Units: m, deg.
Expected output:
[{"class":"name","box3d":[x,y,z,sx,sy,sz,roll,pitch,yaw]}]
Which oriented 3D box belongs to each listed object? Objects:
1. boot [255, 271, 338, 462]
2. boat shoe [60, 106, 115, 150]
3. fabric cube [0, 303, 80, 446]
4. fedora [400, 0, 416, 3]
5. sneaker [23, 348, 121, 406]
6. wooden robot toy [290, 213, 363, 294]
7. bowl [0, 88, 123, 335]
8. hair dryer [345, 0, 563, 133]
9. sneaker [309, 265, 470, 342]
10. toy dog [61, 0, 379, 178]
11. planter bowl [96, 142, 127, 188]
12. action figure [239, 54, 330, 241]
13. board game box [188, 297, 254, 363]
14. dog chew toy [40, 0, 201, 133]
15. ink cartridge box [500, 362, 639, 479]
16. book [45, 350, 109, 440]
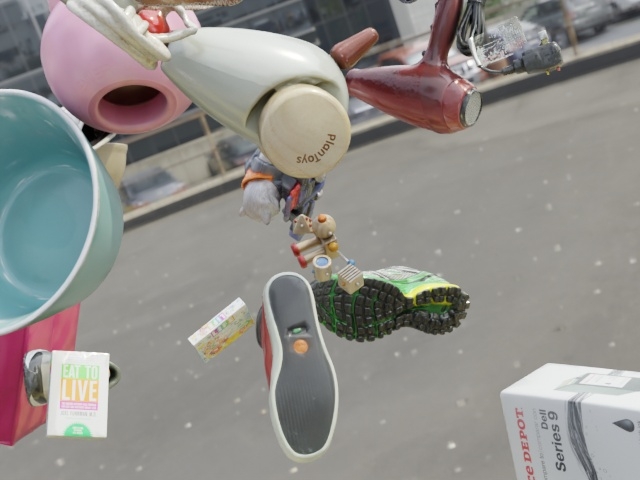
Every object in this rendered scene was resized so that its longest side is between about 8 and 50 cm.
[{"class":"boot","box3d":[-0.040,0.183,1.263,0.088,0.244,0.176,-4,-19,-12]},{"class":"boat shoe","box3d":[-0.338,-0.201,1.444,0.088,0.096,0.267,-3,26,19]},{"class":"fabric cube","box3d":[-0.655,0.226,1.864,0.254,0.258,0.259,11,8,8]},{"class":"fedora","box3d":[0.079,-0.483,1.214,0.152,0.334,0.334,2,11,-11]},{"class":"sneaker","box3d":[-0.457,0.244,1.712,0.107,0.100,0.271,-10,-8,11]},{"class":"wooden robot toy","box3d":[0.000,0.000,1.373,0.076,0.079,0.173,-21,50,-15]},{"class":"bowl","box3d":[-0.382,-0.023,1.209,0.311,0.312,0.163,-16,-14,15]},{"class":"hair dryer","box3d":[0.161,-0.247,1.211,0.293,0.224,0.080,-26,-24,24]},{"class":"sneaker","box3d":[0.118,0.118,1.856,0.343,0.134,0.146,6,17,-29]},{"class":"toy dog","box3d":[-0.077,-0.196,0.858,0.161,0.333,0.220,-52,37,2]},{"class":"planter bowl","box3d":[-0.408,-0.108,1.586,0.162,0.109,0.162,-1,2,0]},{"class":"action figure","box3d":[-0.063,-0.151,1.815,0.341,0.178,0.330,108,-171,-56]},{"class":"board game box","box3d":[-0.233,0.214,2.212,0.154,0.103,0.026,-39,59,-13]},{"class":"dog chew toy","box3d":[-0.263,-0.305,1.221,0.206,0.332,0.207,-10,-27,-5]},{"class":"ink cartridge box","box3d":[0.394,0.285,1.206,0.121,0.211,0.289,-19,11,-39]},{"class":"book","box3d":[-0.404,0.258,1.553,0.096,0.144,0.035,8,-29,-25]}]
